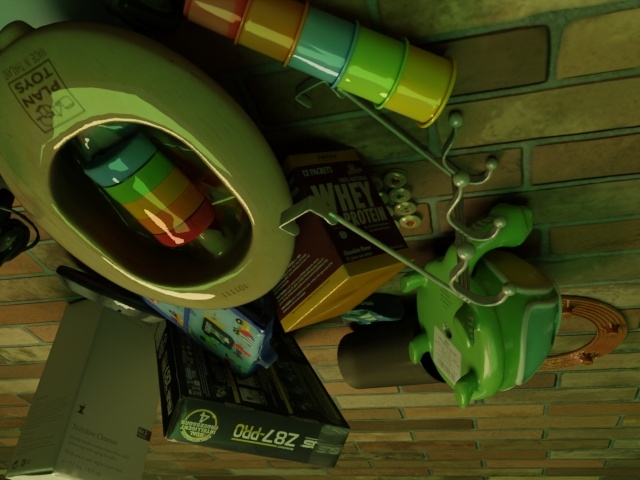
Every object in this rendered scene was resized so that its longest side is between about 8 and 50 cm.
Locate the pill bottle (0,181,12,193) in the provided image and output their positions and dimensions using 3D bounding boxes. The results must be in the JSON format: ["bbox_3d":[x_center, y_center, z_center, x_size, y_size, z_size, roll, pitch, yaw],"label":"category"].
[{"bbox_3d":[-0.575,-0.065,0.960,0.194,0.108,0.108,-25,134,34],"label":"pill bottle"}]

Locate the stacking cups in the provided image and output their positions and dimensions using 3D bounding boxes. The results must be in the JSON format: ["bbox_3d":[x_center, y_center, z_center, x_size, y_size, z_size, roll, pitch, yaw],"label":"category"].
[{"bbox_3d":[0.001,-0.228,0.685,0.316,0.096,0.096,17,142,-16],"label":"stacking cups"}]

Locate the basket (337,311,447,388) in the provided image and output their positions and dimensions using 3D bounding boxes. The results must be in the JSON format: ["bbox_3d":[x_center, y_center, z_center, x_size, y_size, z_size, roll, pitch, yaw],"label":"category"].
[{"bbox_3d":[0.162,0.240,1.255,0.227,0.154,0.204,-20,163,38],"label":"basket"}]

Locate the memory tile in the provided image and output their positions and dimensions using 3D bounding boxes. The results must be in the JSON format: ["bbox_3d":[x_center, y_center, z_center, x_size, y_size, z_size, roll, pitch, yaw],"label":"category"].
[{"bbox_3d":[0.100,-0.059,0.970,0.113,0.012,0.148,-9,142,18],"label":"memory tile"}]

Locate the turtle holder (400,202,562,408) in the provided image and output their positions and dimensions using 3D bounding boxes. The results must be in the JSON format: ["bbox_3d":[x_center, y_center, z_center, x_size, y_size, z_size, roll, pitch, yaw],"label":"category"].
[{"bbox_3d":[0.282,0.104,1.018,0.228,0.320,0.243,-15,-178,-16],"label":"turtle holder"}]

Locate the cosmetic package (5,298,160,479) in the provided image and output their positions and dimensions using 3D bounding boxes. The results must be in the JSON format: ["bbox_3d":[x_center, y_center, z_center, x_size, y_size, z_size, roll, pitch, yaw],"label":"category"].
[{"bbox_3d":[-0.471,0.330,1.252,0.156,0.384,0.217,-17,141,28],"label":"cosmetic package"}]

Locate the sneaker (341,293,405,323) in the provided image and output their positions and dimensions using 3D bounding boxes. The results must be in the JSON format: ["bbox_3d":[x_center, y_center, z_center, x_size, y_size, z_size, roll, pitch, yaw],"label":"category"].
[{"bbox_3d":[0.103,0.144,1.212,0.144,0.053,0.059,6,144,13],"label":"sneaker"}]

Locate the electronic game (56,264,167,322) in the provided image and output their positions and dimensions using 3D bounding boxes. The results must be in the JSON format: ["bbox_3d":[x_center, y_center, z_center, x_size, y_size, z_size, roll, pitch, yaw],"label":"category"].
[{"bbox_3d":[-0.401,0.103,1.144,0.229,0.048,0.229,24,171,4],"label":"electronic game"}]

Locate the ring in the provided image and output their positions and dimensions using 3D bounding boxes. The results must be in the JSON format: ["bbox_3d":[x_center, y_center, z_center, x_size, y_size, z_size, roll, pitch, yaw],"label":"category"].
[{"bbox_3d":[0.490,0.220,1.285,0.337,0.032,0.336,4,144,3],"label":"ring"}]

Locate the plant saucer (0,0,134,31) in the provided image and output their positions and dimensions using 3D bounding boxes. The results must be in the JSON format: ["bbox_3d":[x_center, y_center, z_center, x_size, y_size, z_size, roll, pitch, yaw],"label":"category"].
[{"bbox_3d":[-0.382,-0.261,0.704,0.318,0.043,0.317,-2,142,-1],"label":"plant saucer"}]

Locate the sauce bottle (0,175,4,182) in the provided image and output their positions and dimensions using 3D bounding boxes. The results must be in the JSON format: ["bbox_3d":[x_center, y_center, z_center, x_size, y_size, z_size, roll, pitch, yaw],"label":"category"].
[{"bbox_3d":[-0.532,-0.165,0.818,0.111,0.111,0.344,-25,133,34],"label":"sauce bottle"}]

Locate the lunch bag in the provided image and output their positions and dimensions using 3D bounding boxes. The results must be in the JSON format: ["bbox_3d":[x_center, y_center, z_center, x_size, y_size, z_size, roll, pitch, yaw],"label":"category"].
[{"bbox_3d":[-0.175,0.099,0.990,0.293,0.138,0.221,44,145,15],"label":"lunch bag"}]

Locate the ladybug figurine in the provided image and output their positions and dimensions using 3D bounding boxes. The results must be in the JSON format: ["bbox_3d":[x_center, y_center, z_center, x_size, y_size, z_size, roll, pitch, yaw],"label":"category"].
[{"bbox_3d":[-0.207,-0.091,0.744,0.305,0.161,0.449,-23,129,15],"label":"ladybug figurine"}]

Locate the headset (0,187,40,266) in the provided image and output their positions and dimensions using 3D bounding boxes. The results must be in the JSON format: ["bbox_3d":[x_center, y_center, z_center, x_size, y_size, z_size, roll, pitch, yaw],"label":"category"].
[{"bbox_3d":[-0.508,-0.036,0.728,0.394,0.185,0.243,17,157,26],"label":"headset"}]

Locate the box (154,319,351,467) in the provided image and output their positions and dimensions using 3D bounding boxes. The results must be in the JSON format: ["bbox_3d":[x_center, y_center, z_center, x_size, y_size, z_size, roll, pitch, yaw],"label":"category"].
[{"bbox_3d":[-0.155,0.269,1.157,0.318,0.395,0.097,17,100,-23],"label":"box"}]

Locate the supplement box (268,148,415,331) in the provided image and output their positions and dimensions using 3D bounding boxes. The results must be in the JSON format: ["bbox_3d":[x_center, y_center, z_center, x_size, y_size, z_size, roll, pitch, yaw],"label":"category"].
[{"bbox_3d":[0.000,0.000,0.879,0.129,0.194,0.191,-12,158,-38],"label":"supplement box"}]

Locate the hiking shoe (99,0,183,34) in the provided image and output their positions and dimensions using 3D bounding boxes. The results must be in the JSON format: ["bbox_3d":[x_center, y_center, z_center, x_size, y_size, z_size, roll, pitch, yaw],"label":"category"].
[{"bbox_3d":[-0.196,-0.315,0.598,0.114,0.086,0.227,-9,140,24],"label":"hiking shoe"}]

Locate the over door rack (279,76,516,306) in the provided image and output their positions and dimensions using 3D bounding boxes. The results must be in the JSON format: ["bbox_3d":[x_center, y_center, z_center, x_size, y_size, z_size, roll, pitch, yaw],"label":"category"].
[{"bbox_3d":[0.119,-0.073,0.758,0.324,0.239,0.108,22,141,-22],"label":"over door rack"}]
